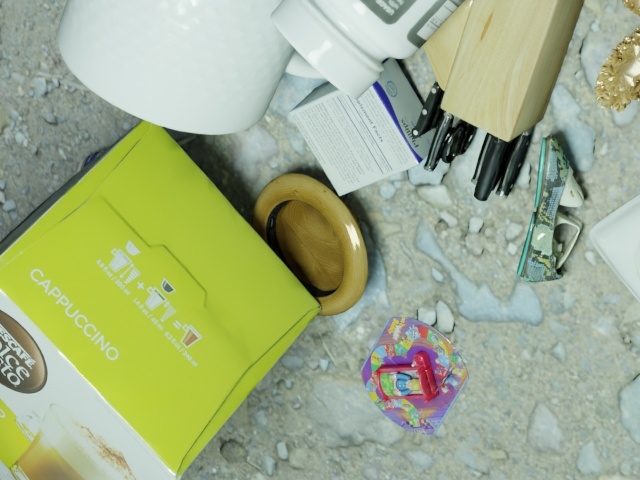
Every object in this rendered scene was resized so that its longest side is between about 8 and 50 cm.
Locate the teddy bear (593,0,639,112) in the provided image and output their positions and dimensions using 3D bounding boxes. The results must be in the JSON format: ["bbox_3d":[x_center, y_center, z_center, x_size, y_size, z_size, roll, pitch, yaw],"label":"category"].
[{"bbox_3d":[0.411,-0.188,1.709,0.338,0.113,0.245,49,122,10],"label":"teddy bear"}]

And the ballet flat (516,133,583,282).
[{"bbox_3d":[0.276,-0.035,1.930,0.070,0.070,0.188,23,124,26],"label":"ballet flat"}]

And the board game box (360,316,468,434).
[{"bbox_3d":[0.113,0.183,2.156,0.133,0.033,0.169,38,127,16],"label":"board game box"}]

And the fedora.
[{"bbox_3d":[0.000,0.000,2.124,0.194,0.079,0.194,15,115,35],"label":"fedora"}]

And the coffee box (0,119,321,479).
[{"bbox_3d":[-0.275,0.114,2.092,0.338,0.338,0.334,48,141,-8],"label":"coffee box"}]

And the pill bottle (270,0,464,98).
[{"bbox_3d":[0.087,-0.304,1.799,0.161,0.161,0.283,46,101,10],"label":"pill bottle"}]

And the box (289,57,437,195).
[{"bbox_3d":[0.055,-0.141,2.014,0.137,0.072,0.126,-20,108,40],"label":"box"}]

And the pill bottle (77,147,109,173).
[{"bbox_3d":[-0.274,-0.100,2.284,0.120,0.067,0.067,-15,101,39],"label":"pill bottle"}]

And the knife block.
[{"bbox_3d":[0.221,-0.172,1.881,0.275,0.088,0.242,-19,100,39],"label":"knife block"}]

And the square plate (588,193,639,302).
[{"bbox_3d":[0.505,0.049,1.802,0.344,0.049,0.347,53,130,3],"label":"square plate"}]

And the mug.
[{"bbox_3d":[-0.088,-0.319,1.948,0.374,0.276,0.328,20,123,-9],"label":"mug"}]
